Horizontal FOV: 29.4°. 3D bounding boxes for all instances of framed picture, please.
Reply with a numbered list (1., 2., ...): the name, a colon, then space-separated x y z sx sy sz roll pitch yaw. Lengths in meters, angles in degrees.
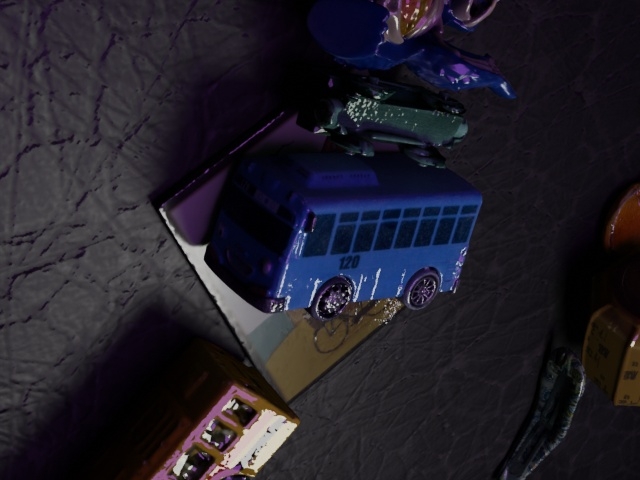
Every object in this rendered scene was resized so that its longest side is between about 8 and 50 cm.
1. framed picture: 0.000 0.000 1.189 0.244 0.013 0.324 -39 136 -12

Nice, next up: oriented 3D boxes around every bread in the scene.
1. bread: 0.378 -0.025 1.463 0.110 0.024 0.110 -20 130 -26

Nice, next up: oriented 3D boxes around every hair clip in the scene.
1. hair clip: 0.279 0.229 1.539 0.036 0.066 0.229 -9 130 -43

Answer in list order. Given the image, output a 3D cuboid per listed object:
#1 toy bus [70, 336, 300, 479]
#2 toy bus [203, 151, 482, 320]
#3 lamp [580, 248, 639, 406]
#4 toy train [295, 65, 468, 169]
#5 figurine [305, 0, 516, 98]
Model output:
1. toy bus: -0.171 0.255 1.154 0.335 0.121 0.123 -49 128 -1
2. toy bus: 0.023 -0.012 1.109 0.234 0.116 0.133 -4 120 -40
3. lamp: 0.391 0.107 1.466 0.161 0.161 0.185 -34 146 -16
4. toy train: 0.053 -0.111 1.072 0.172 0.099 0.070 4 110 -42
5. figurine: 0.066 -0.206 1.034 0.262 0.121 0.164 8 76 -50
